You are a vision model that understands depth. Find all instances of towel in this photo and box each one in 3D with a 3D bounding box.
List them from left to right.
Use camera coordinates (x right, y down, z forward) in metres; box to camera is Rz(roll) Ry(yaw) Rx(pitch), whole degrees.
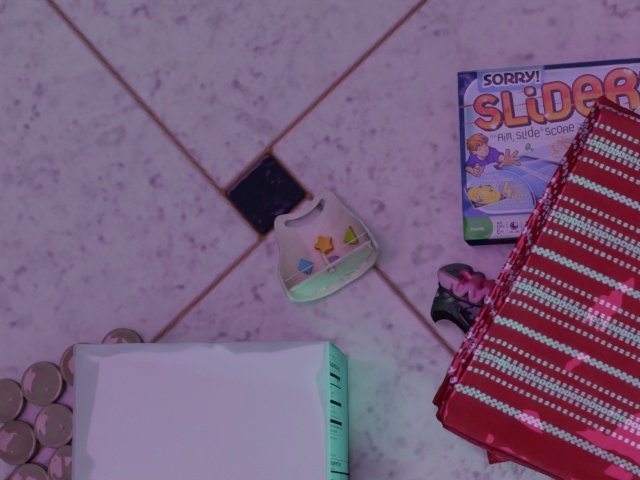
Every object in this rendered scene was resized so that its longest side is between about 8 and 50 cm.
[{"bbox_3d":[0.228,0.057,1.391,0.199,0.031,0.274,27,95,-1],"label":"towel"}]

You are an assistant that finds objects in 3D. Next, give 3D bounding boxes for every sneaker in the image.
[{"bbox_3d":[0.138,0.065,1.447,0.119,0.047,0.057,28,111,16],"label":"sneaker"}]

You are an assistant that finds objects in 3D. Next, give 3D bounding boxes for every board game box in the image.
[{"bbox_3d":[0.209,-0.070,1.447,0.201,0.035,0.136,-4,81,13],"label":"board game box"}]

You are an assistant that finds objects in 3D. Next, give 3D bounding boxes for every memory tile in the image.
[{"bbox_3d":[-0.199,0.144,1.526,0.148,0.012,0.113,-23,77,10],"label":"memory tile"}]

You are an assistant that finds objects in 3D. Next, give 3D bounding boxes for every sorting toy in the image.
[{"bbox_3d":[0.000,0.000,1.487,0.083,0.045,0.075,-31,69,8],"label":"sorting toy"}]

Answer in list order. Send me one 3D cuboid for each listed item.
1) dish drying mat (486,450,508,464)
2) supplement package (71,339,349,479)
[{"bbox_3d":[0.139,0.130,1.449,0.032,0.008,0.083,-11,79,11],"label":"dish drying mat"},{"bbox_3d":[-0.079,0.183,1.413,0.194,0.149,0.203,-1,82,7],"label":"supplement package"}]
